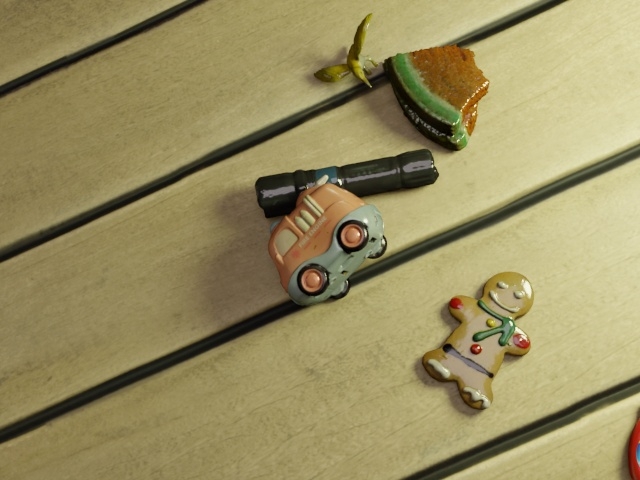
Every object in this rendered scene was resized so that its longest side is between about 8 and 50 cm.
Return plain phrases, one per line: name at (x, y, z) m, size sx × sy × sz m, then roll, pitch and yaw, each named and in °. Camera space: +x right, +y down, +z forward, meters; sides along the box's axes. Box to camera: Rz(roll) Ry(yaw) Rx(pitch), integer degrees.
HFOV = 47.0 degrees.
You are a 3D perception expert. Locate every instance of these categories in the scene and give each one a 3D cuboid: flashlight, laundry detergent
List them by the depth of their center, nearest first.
laundry detergent at (0.666, 0.402, 1.469) m, size 0.097 × 0.049 × 0.165 m, roll 6°, pitch 75°, yaw 4°
flashlight at (0.061, -0.137, 1.703) m, size 0.424 × 0.103 × 0.103 m, roll -11°, pitch 73°, yaw 5°

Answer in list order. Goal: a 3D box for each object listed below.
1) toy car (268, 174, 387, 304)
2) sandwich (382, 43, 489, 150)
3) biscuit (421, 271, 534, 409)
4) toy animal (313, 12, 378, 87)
toy car at (0.000, 0.000, 1.611) m, size 0.212 × 0.180 × 0.270 m, roll 44°, pitch 98°, yaw 18°
sandwich at (0.279, -0.350, 1.710) m, size 0.212 × 0.109 × 0.292 m, roll -19°, pitch 72°, yaw 5°
biscuit at (0.353, 0.196, 1.582) m, size 0.197 × 0.049 × 0.301 m, roll 34°, pitch 82°, yaw 14°
toy animal at (0.098, -0.425, 1.763) m, size 0.155 × 0.095 × 0.219 m, roll 53°, pitch 127°, yaw 18°
